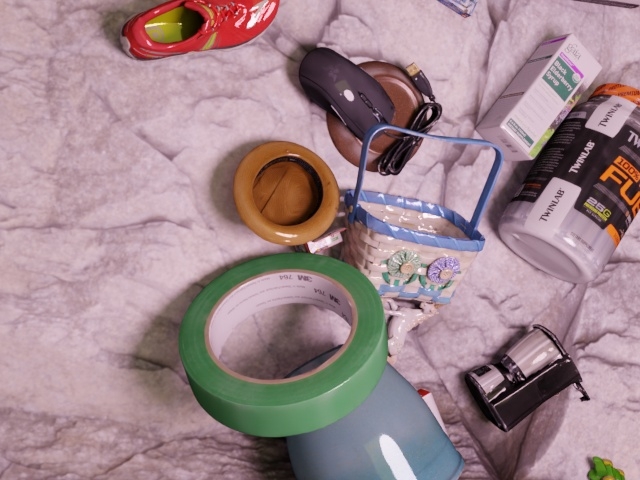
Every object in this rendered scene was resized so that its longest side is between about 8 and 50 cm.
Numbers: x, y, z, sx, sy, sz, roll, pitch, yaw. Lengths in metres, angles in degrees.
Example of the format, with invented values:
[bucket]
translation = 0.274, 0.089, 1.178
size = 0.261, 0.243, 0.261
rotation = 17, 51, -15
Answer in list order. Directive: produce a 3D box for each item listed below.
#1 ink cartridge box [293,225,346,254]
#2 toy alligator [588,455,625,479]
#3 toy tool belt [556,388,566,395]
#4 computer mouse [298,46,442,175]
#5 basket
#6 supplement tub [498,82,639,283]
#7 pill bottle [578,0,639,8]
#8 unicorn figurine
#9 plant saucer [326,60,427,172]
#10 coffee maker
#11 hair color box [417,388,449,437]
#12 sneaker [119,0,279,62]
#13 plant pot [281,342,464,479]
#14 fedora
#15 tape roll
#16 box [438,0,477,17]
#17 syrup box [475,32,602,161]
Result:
[ink cartridge box]
translation = 0.000, 0.000, 1.571
size = 0.062, 0.115, 0.029
rotation = -24, 102, -19
[toy alligator]
translation = 0.589, 0.493, 1.855
size = 0.189, 0.056, 0.051
rotation = 40, 120, -19
[toy tool belt]
translation = 0.458, 0.261, 1.793
size = 0.052, 0.051, 0.083
rotation = 6, 90, -21
[computer mouse]
translation = 0.100, -0.254, 1.594
size = 0.262, 0.060, 0.184
rotation = 46, 77, -17
[basket]
translation = 0.165, -0.044, 1.578
size = 0.254, 0.201, 0.289
rotation = 6, 106, -20
[supplement tub]
translation = 0.493, -0.107, 1.713
size = 0.207, 0.207, 0.338
rotation = 37, 79, -18
[pill bottle]
translation = 0.551, -0.522, 1.748
size = 0.278, 0.162, 0.162
rotation = 1, 91, -22
[unicorn figurine]
translation = 0.140, 0.149, 1.668
size = 0.111, 0.060, 0.162
rotation = 25, 99, -21
[plant saucer]
translation = 0.108, -0.220, 1.650
size = 0.198, 0.036, 0.199
rotation = -1, 92, -22
[coffee maker]
translation = 0.380, 0.270, 1.711
size = 0.178, 0.120, 0.171
rotation = -35, 77, -6
[hair color box]
translation = 0.188, 0.349, 1.694
size = 0.072, 0.043, 0.141
rotation = -25, 99, -19
[sneaker]
translation = -0.180, -0.348, 1.488
size = 0.279, 0.118, 0.107
rotation = -24, 101, -19
[plant pot]
translation = 0.058, 0.311, 1.535
size = 0.271, 0.271, 0.255
rotation = -28, 93, -18
[fedora]
translation = -0.064, -0.070, 1.551
size = 0.194, 0.079, 0.194
rotation = 9, 65, -19
[tape roll]
translation = -0.057, 0.153, 1.451
size = 0.321, 0.321, 0.077
rotation = -27, 135, -18
[box]
translation = 0.259, -0.490, 1.705
size = 0.094, 0.027, 0.137
rotation = 27, 82, -21
[syrup box]
translation = 0.406, -0.265, 1.733
size = 0.093, 0.096, 0.237
rotation = 43, 78, -17
